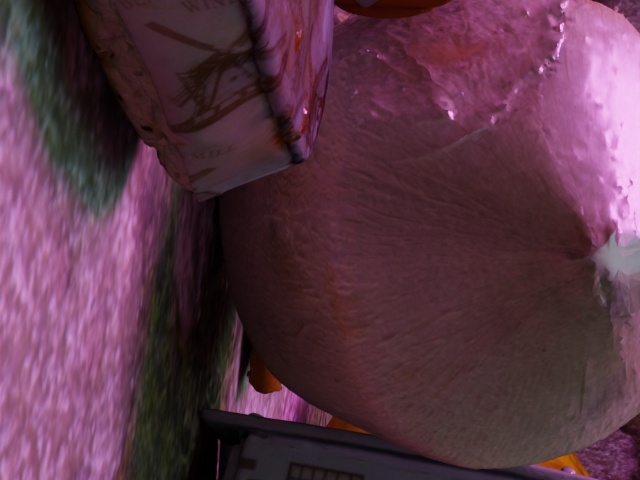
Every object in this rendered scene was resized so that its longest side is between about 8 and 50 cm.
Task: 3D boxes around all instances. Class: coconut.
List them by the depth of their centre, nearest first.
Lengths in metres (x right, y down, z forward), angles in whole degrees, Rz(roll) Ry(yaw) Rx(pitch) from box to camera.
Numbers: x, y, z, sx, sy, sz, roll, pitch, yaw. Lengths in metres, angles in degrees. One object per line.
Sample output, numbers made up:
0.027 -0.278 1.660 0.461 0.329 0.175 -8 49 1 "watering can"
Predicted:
0.083 -0.013 0.968 0.247 0.245 0.245 15 -82 58 "coconut"

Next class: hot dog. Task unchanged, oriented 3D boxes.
-0.040 -0.107 0.678 0.268 0.075 0.144 73 21 -67 "hot dog"

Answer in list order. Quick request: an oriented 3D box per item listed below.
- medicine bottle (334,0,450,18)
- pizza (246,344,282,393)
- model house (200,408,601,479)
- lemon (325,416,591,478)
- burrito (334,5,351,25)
0.049 -0.229 0.925 0.289 0.157 0.157 -76 171 -46 "medicine bottle"
0.000 0.000 1.226 0.193 0.053 0.201 37 61 -82 "pizza"
0.032 0.210 1.022 0.198 0.224 0.215 88 13 -53 "model house"
0.094 0.254 1.421 0.285 0.285 0.316 90 25 -50 "lemon"
0.052 -0.164 1.399 0.392 0.076 0.117 -63 159 -75 "burrito"
